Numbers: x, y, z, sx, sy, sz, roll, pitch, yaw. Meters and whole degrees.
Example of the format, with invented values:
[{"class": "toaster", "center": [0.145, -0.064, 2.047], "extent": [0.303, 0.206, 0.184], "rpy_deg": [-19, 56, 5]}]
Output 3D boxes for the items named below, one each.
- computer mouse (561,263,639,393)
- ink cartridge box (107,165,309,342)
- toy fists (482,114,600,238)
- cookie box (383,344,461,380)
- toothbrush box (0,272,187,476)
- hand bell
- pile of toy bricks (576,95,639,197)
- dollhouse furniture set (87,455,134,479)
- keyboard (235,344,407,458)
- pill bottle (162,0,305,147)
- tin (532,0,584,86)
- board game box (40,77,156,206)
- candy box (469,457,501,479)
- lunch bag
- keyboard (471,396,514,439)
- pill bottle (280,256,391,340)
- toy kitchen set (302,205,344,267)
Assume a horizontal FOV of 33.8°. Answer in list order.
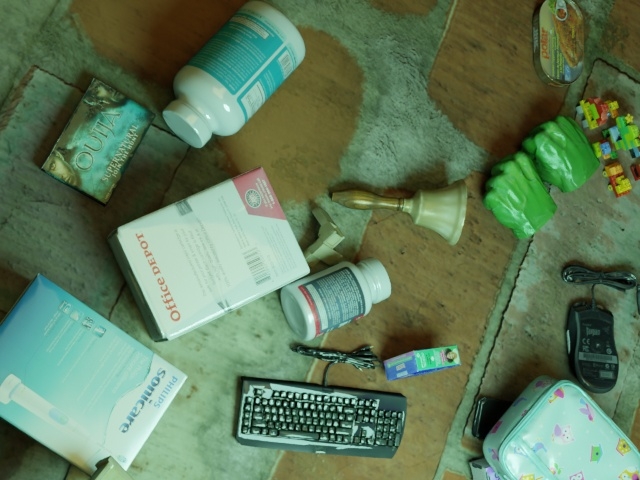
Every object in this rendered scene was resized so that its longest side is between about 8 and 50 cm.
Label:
[{"class": "computer mouse", "center": [0.568, 0.179, 2.096], "extent": [0.184, 0.060, 0.262], "rpy_deg": [2, 70, -16]}, {"class": "ink cartridge box", "center": [-0.194, 0.024, 1.801], "extent": [0.283, 0.117, 0.207], "rpy_deg": [-25, 92, -22]}, {"class": "toy fists", "center": [0.425, -0.135, 2.069], "extent": [0.279, 0.096, 0.142], "rpy_deg": [-42, 107, -22]}, {"class": "cookie box", "center": [0.185, 0.222, 1.913], "extent": [0.107, 0.092, 0.040], "rpy_deg": [-4, 76, -37]}, {"class": "toothbrush box", "center": [-0.400, 0.227, 1.691], "extent": [0.295, 0.126, 0.216], "rpy_deg": [36, 72, -12]}, {"class": "hand bell", "center": [0.139, -0.068, 1.963], "extent": [0.241, 0.126, 0.126], "rpy_deg": [8, 79, -6]}, {"class": "pile of toy bricks", "center": [0.619, -0.205, 2.142], "extent": [0.118, 0.105, 0.212], "rpy_deg": [-21, 90, -22]}, {"class": "dollhouse furniture set", "center": [-0.391, 0.449, 1.617], "extent": [0.212, 0.242, 0.161], "rpy_deg": [50, 44, -11]}, {"class": "keyboard", "center": [0.009, 0.280, 1.887], "extent": [0.317, 0.033, 0.202], "rpy_deg": [9, 79, -20]}, {"class": "pill bottle", "center": [-0.157, -0.285, 1.844], "extent": [0.146, 0.146, 0.264], "rpy_deg": [44, 70, -9]}, {"class": "tin", "center": [0.487, -0.408, 2.160], "extent": [0.106, 0.040, 0.190], "rpy_deg": [6, 80, -24]}, {"class": "board game box", "center": [-0.380, -0.169, 1.809], "extent": [0.126, 0.026, 0.186], "rpy_deg": [30, 73, -15]}, {"class": "candy box", "center": [0.382, 0.491, 1.962], "extent": [0.164, 0.070, 0.196], "rpy_deg": [-12, 92, -19]}, {"class": "lunch bag", "center": [0.439, 0.403, 1.891], "extent": [0.224, 0.108, 0.279], "rpy_deg": [-45, 101, -16]}, {"class": "keyboard", "center": [0.374, 0.364, 2.012], "extent": [0.180, 0.023, 0.108], "rpy_deg": [12, 85, -18]}, {"class": "pill bottle", "center": [0.030, 0.098, 1.879], "extent": [0.180, 0.108, 0.108], "rpy_deg": [-22, 90, -21]}, {"class": "toy kitchen set", "center": [0.000, 0.000, 1.928], "extent": [0.083, 0.075, 0.068], "rpy_deg": [-43, 142, 11]}]
